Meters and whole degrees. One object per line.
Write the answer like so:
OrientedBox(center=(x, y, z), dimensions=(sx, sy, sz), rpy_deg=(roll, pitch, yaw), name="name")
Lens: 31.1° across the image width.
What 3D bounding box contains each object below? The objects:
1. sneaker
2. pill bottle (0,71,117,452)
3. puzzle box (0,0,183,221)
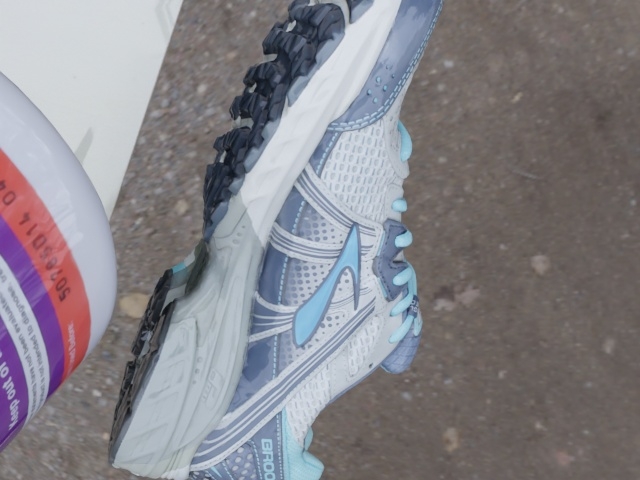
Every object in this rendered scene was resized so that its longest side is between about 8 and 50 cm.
OrientedBox(center=(0.000, 0.000, 0.551), dimensions=(0.122, 0.110, 0.283), rpy_deg=(20, 112, -16), name="sneaker")
OrientedBox(center=(-0.224, 0.069, 0.374), dimensions=(0.181, 0.181, 0.323), rpy_deg=(49, 50, -13), name="pill bottle")
OrientedBox(center=(-0.304, -0.164, 0.761), dimensions=(0.408, 0.052, 0.272), rpy_deg=(19, 81, -9), name="puzzle box")
